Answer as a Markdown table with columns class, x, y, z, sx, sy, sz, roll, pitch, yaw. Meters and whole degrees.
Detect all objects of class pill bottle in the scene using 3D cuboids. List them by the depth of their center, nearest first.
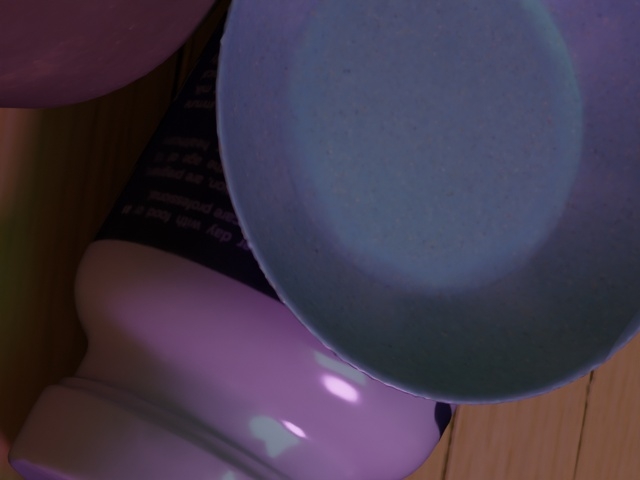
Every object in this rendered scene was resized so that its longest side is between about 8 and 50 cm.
| class | x | y | z | sx | sy | sz | roll | pitch | yaw |
| --- | --- | --- | --- | --- | --- | --- | --- | --- | --- |
| pill bottle | 0.000 | 0.000 | 0.747 | 0.153 | 0.153 | 0.265 | 43 | 68 | -39 |

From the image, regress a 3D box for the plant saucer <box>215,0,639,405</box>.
| class | x | y | z | sx | sy | sz | roll | pitch | yaw |
| --- | --- | --- | --- | --- | --- | --- | --- | --- | --- |
| plant saucer | 0.046 | -0.041 | 0.665 | 0.195 | 0.037 | 0.195 | 2 | 87 | -27 |

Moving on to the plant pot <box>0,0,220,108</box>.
| class | x | y | z | sx | sy | sz | roll | pitch | yaw |
| --- | --- | --- | --- | --- | --- | --- | --- | --- | --- |
| plant pot | -0.130 | -0.136 | 0.559 | 0.229 | 0.263 | 0.263 | 31 | 76 | -61 |
